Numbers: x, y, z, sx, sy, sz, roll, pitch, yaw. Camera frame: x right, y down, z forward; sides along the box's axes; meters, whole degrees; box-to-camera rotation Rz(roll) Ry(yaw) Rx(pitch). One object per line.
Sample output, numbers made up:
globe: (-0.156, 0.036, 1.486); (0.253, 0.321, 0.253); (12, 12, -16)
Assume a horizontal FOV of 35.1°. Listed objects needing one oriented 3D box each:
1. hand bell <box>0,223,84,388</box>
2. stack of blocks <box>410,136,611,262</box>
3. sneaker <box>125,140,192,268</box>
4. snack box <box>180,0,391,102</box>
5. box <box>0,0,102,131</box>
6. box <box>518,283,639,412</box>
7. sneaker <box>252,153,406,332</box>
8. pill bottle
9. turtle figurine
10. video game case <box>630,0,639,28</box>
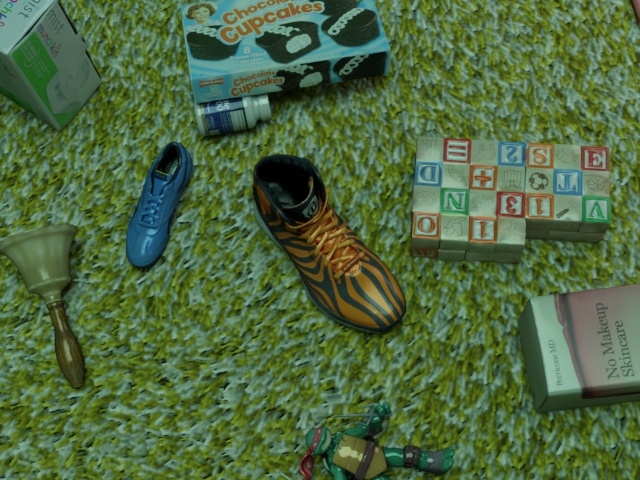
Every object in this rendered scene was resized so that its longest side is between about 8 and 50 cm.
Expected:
hand bell: (-0.404, 0.109, 1.545); (0.126, 0.126, 0.242); (-16, 82, -3)
stack of blocks: (0.290, -0.059, 1.561); (0.297, 0.087, 0.171); (3, 70, 4)
sneaker: (-0.262, -0.060, 1.597); (0.069, 0.082, 0.209); (17, 73, 7)
snack box: (-0.061, -0.331, 1.661); (0.321, 0.060, 0.187); (-10, 52, -5)
box: (-0.499, -0.328, 1.614); (0.231, 0.262, 0.127); (33, 75, 13)
box: (0.417, 0.152, 1.455); (0.232, 0.127, 0.149); (-8, 70, 0)
sneaker: (0.000, 0.000, 1.506); (0.124, 0.180, 0.321); (-43, 73, -12)
pill bottle: (-0.143, -0.212, 1.653); (0.120, 0.067, 0.067); (-11, 69, -1)
turtle figurine: (0.062, 0.307, 1.423); (0.234, 0.118, 0.175); (22, 86, -5)
video game case: (0.613, -0.506, 1.746); (0.204, 0.025, 0.285); (-10, 69, -1)
